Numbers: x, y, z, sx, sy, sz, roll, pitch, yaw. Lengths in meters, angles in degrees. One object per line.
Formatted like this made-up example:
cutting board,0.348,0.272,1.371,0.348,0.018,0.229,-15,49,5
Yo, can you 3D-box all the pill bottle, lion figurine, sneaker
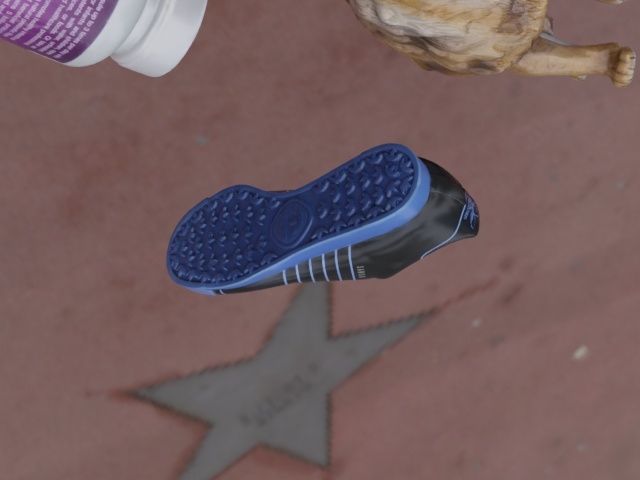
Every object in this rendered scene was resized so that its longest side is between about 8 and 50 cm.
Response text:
pill bottle,-0.262,-0.262,1.461,0.302,0.169,0.169,21,113,-32
lion figurine,0.126,-0.200,1.314,0.240,0.392,0.142,6,91,-3
sneaker,0.000,0.000,1.085,0.232,0.081,0.090,-14,150,37
